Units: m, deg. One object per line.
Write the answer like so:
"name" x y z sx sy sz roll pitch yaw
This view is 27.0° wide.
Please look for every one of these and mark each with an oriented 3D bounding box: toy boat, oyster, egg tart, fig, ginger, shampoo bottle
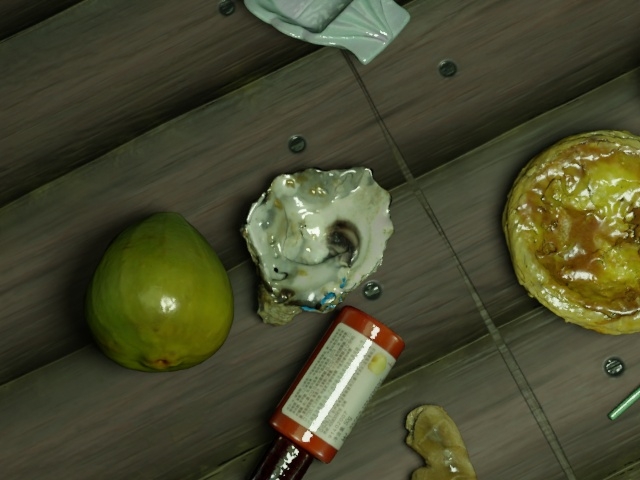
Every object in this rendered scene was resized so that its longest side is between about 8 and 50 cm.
"toy boat" -0.004 -0.372 1.975 0.290 0.100 0.199 43 84 15
"oyster" 0.000 0.000 1.890 0.223 0.083 0.214 -10 78 -2
"egg tart" 0.391 -0.008 1.830 0.290 0.115 0.290 -2 75 8
"fig" -0.229 0.075 1.842 0.207 0.207 0.230 -31 46 -2
"ginger" 0.208 0.374 1.775 0.148 0.081 0.334 -39 75 -20
"shampoo bottle" 0.000 0.229 1.818 0.104 0.104 0.278 32 82 13

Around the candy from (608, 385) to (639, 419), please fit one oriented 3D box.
"candy" 0.509 0.143 1.803 0.305 0.083 0.091 -43 33 2
